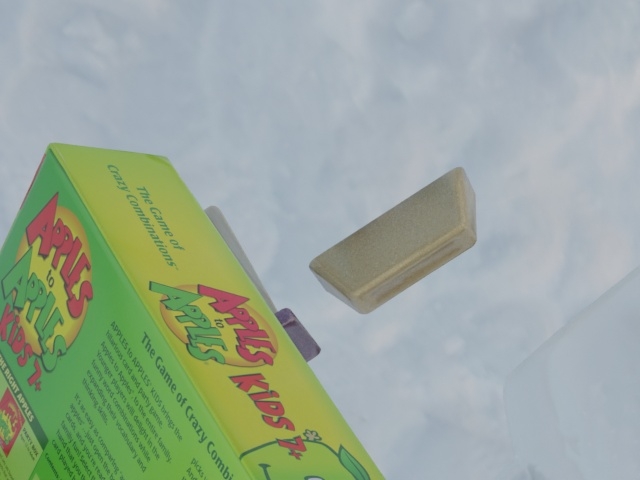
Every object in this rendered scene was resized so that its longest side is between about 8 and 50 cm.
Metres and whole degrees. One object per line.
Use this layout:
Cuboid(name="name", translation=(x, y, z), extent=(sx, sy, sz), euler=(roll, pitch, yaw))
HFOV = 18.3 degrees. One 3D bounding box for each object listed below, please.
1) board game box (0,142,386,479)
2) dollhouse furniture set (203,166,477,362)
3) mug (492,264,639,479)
Cuboid(name="board game box", translation=(-0.040, 0.065, 0.536), extent=(0.181, 0.043, 0.092), euler=(54, 125, 40))
Cuboid(name="dollhouse furniture set", translation=(0.000, 0.000, 0.742), extent=(0.114, 0.091, 0.081), euler=(-33, 65, 1))
Cuboid(name="mug", translation=(0.252, 0.201, 1.343), extent=(0.374, 0.276, 0.328), euler=(-38, 81, -6))
